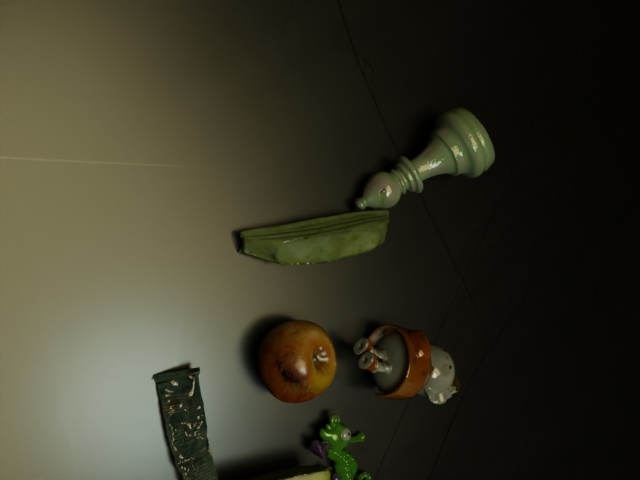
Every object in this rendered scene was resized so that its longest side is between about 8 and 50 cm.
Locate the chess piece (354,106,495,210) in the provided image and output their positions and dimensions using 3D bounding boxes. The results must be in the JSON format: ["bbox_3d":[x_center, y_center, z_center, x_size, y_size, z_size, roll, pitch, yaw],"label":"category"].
[{"bbox_3d":[0.181,-0.130,1.509,0.272,0.139,0.139,-32,104,-10],"label":"chess piece"}]

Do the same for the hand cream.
[{"bbox_3d":[-0.214,0.338,1.351,0.075,0.052,0.247,-14,96,-25],"label":"hand cream"}]

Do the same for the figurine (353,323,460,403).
[{"bbox_3d":[0.168,0.240,1.501,0.271,0.143,0.143,37,74,-46],"label":"figurine"}]

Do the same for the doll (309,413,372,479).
[{"bbox_3d":[0.045,0.406,1.479,0.115,0.050,0.190,-23,104,-30],"label":"doll"}]

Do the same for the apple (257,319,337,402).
[{"bbox_3d":[-0.039,0.210,1.391,0.147,0.146,0.146,0,91,-25],"label":"apple"}]

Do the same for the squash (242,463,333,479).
[{"bbox_3d":[-0.084,0.459,1.414,0.192,0.085,0.184,-4,121,-23],"label":"squash"}]

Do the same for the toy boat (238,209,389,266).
[{"bbox_3d":[0.000,0.000,1.439,0.293,0.055,0.093,-8,129,-24],"label":"toy boat"}]
